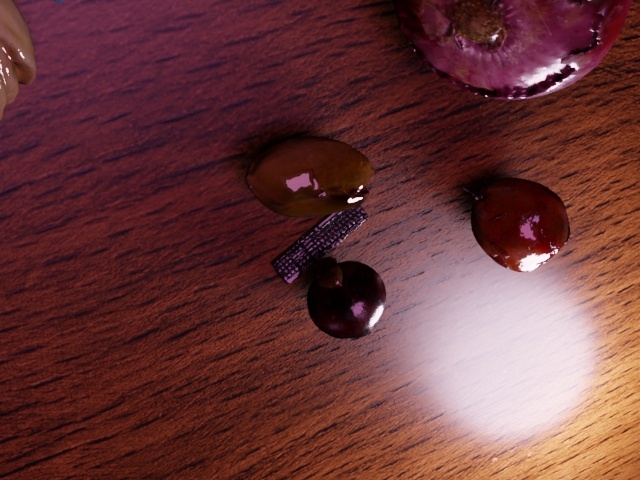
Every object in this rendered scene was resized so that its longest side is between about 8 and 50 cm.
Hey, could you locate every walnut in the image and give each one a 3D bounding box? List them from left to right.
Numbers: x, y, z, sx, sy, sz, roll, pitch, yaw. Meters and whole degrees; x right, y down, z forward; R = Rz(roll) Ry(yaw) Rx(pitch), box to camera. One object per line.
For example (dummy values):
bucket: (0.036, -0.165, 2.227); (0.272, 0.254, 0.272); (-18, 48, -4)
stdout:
walnut: (-0.011, -0.104, 1.264); (0.245, 0.137, 0.137); (-5, 117, -26)

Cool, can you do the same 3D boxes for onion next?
onion: (0.298, -0.390, 1.158); (0.345, 0.358, 0.358); (-25, 125, -35)

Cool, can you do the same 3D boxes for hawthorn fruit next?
hawthorn fruit: (0.354, -0.039, 1.466); (0.235, 0.181, 0.181); (23, 103, -21)

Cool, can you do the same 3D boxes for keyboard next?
keyboard: (0.000, 0.000, 1.390); (0.195, 0.018, 0.060); (-41, 123, -4)

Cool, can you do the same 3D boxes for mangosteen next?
mangosteen: (0.041, 0.098, 1.379); (0.152, 0.152, 0.152); (-12, 119, -22)

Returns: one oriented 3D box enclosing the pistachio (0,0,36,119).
pistachio: (-0.462, -0.273, 0.911); (0.293, 0.181, 0.162); (48, 64, -44)

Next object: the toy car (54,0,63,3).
toy car: (-0.364, -0.393, 0.974); (0.126, 0.098, 0.161); (13, 79, -8)
